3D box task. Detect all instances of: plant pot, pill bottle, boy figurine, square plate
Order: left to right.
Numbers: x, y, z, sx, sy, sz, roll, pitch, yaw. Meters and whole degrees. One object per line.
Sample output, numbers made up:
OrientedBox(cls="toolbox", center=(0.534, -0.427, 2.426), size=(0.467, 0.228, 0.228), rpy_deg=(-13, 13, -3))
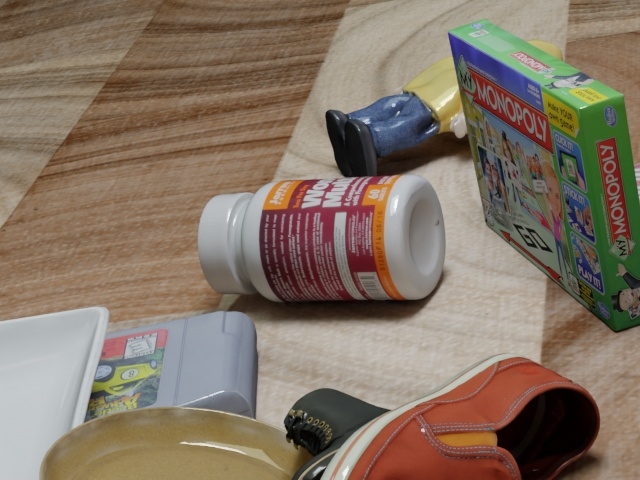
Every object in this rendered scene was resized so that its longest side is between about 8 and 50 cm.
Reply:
OrientedBox(cls="square plate", center=(-0.354, 0.203, 1.589), size=(0.347, 0.049, 0.344), rpy_deg=(-10, 38, 10))
OrientedBox(cls="plant pot", center=(-0.099, 0.198, 1.483), size=(0.236, 0.032, 0.236), rpy_deg=(6, 24, -3))
OrientedBox(cls="pill bottle", center=(0.000, 0.000, 1.862), size=(0.221, 0.121, 0.121), rpy_deg=(-2, 25, 26))
OrientedBox(cls="boy figurine", center=(0.147, -0.156, 2.194), size=(0.285, 0.092, 0.177), rpy_deg=(-21, 23, -20))

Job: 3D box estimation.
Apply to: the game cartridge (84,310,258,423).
OrientedBox(cls="game cartridge", center=(-0.203, 0.147, 1.722), size=(0.294, 0.060, 0.196), rpy_deg=(-12, 26, 4))

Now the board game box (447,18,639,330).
OrientedBox(cls="board game box", center=(0.211, -0.070, 1.787), size=(0.046, 0.213, 0.317), rpy_deg=(-18, 22, -11))

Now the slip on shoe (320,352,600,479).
OrientedBox(cls="slip on shoe", center=(0.095, 0.178, 1.398), size=(0.101, 0.123, 0.331), rpy_deg=(10, 27, 37))

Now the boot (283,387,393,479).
OrientedBox(cls="boot", center=(0.003, 0.166, 1.478), size=(0.137, 0.077, 0.198), rpy_deg=(16, 13, 33))

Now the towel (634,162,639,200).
OrientedBox(cls="towel", center=(0.354, -0.038, 1.880), size=(0.144, 0.029, 0.197), rpy_deg=(-3, 22, 25))
